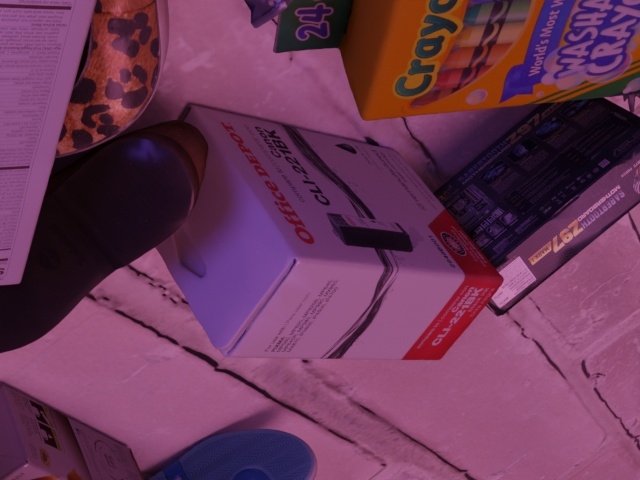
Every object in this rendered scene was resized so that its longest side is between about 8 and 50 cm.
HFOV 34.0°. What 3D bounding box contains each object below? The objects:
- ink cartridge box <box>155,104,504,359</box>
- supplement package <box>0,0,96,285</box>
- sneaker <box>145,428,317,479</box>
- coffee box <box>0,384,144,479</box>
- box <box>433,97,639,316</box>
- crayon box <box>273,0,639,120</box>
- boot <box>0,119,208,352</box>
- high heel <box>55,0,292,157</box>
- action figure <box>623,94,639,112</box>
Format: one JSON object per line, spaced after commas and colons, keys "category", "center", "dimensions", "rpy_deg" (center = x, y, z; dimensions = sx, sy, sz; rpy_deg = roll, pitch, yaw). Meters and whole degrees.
{"category": "ink cartridge box", "center": [0.000, 0.000, 0.930], "dimensions": [0.273, 0.197, 0.114], "rpy_deg": [6, 128, -45]}
{"category": "supplement package", "center": [-0.250, -0.095, 0.654], "dimensions": [0.139, 0.134, 0.244], "rpy_deg": [-6, 136, -37]}
{"category": "sneaker", "center": [-0.144, 0.361, 1.328], "dimensions": [0.319, 0.127, 0.208], "rpy_deg": [-23, 146, -6]}
{"category": "coffee box", "center": [-0.297, 0.261, 1.087], "dimensions": [0.141, 0.098, 0.246], "rpy_deg": [-35, 146, 5]}
{"category": "box", "center": [0.220, -0.049, 1.064], "dimensions": [0.233, 0.183, 0.059], "rpy_deg": [-39, 118, 2]}
{"category": "crayon box", "center": [0.140, -0.188, 0.747], "dimensions": [0.323, 0.083, 0.203], "rpy_deg": [-7, 148, -14]}
{"category": "boot", "center": [-0.216, -0.001, 0.834], "dimensions": [0.305, 0.115, 0.112], "rpy_deg": [-27, 107, 16]}
{"category": "high heel", "center": [-0.170, -0.169, 0.710], "dimensions": [0.261, 0.093, 0.186], "rpy_deg": [-32, 126, 18]}
{"category": "action figure", "center": [0.372, -0.233, 1.039], "dimensions": [0.285, 0.099, 0.185], "rpy_deg": [-22, 138, -25]}
